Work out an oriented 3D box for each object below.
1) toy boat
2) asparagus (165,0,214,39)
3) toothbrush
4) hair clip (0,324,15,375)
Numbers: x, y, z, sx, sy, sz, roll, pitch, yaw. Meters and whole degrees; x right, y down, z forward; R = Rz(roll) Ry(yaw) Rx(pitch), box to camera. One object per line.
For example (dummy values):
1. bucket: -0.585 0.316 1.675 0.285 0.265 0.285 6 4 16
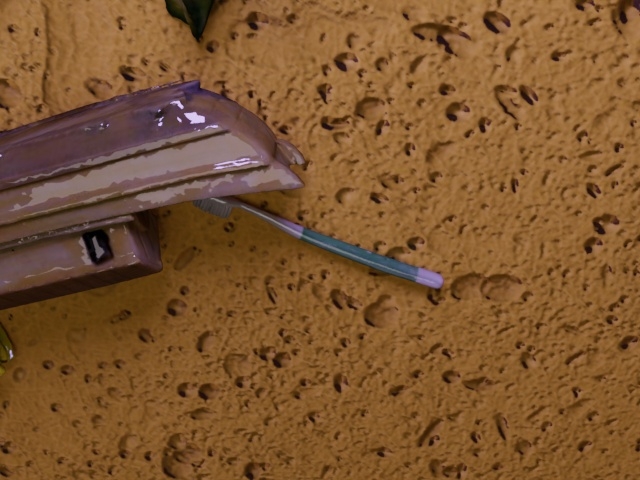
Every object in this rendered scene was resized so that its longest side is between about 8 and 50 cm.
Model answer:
1. toy boat: -0.233 -0.022 0.902 0.445 0.136 0.162 -15 112 8
2. asparagus: -0.075 -0.292 0.791 0.080 0.080 0.287 22 115 -10
3. toothbrush: 0.000 0.000 0.973 0.257 0.018 0.024 19 119 -8
4. hair clip: -0.401 0.136 1.037 0.173 0.046 0.072 -16 112 11
